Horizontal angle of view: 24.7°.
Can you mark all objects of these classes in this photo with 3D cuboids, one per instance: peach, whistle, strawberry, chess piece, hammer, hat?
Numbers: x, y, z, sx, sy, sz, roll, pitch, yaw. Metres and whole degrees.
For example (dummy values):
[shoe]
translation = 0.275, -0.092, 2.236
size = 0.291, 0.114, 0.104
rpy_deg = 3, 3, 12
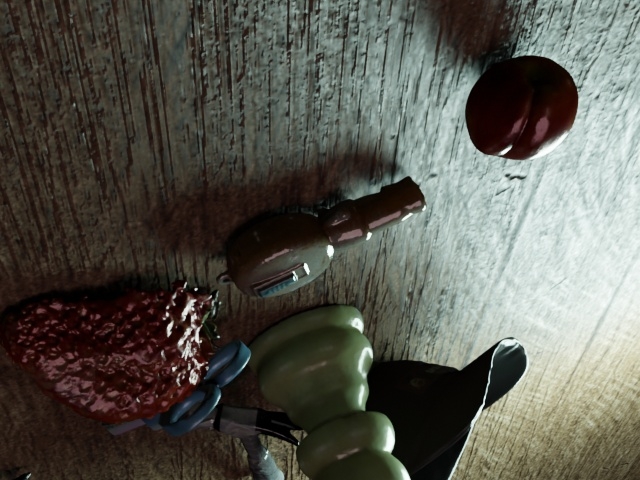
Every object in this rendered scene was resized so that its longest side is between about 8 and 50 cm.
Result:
[peach]
translation = 0.179, -0.116, 1.309
size = 0.101, 0.100, 0.100
rpy_deg = -19, 155, -9
[whistle]
translation = 0.000, 0.000, 1.431
size = 0.220, 0.057, 0.107
rpy_deg = -25, 155, -1
[strawberry]
translation = -0.196, 0.124, 1.450
size = 0.236, 0.106, 0.175
rpy_deg = -12, 155, -23
[chess piece]
translation = 0.023, 0.214, 1.645
size = 0.144, 0.251, 0.144
rpy_deg = -19, 155, -9
[hammer]
translation = -0.092, 0.270, 1.887
size = 0.152, 0.044, 0.427
rpy_deg = 6, 162, 3
[hat]
translation = 0.101, 0.214, 1.870
size = 0.238, 0.209, 0.336
rpy_deg = -22, 147, -57

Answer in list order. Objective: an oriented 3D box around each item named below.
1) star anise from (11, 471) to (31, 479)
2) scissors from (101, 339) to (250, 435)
[star anise]
translation = -0.455, 0.355, 1.703
size = 0.272, 0.102, 0.272
rpy_deg = -21, 158, -9
[scissors]
translation = -0.170, 0.179, 1.588
size = 0.256, 0.030, 0.125
rpy_deg = -27, -158, 50
